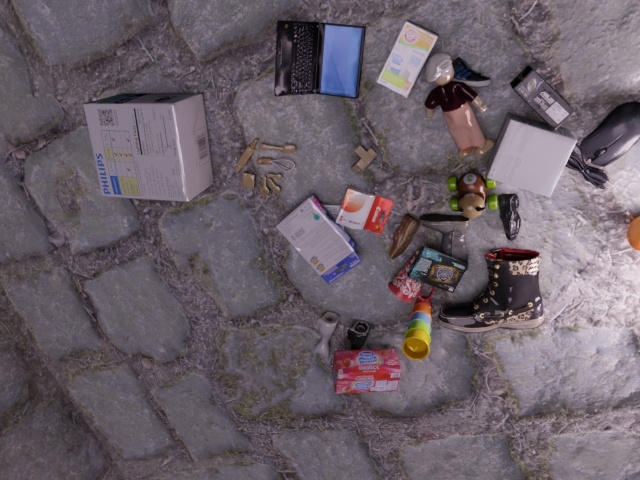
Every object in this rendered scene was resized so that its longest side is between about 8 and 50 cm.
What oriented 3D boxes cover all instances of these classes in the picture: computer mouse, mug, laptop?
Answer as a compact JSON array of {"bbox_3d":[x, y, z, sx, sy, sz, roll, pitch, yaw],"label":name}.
[{"bbox_3d":[0.900,-0.299,1.635,0.188,0.072,0.272,35,118,0],"label":"computer mouse"},{"bbox_3d":[0.359,0.136,1.972,0.150,0.113,0.169,21,116,-25],"label":"mug"},{"bbox_3d":[-0.004,-0.585,1.730,0.136,0.264,0.235,30,124,44],"label":"laptop"}]

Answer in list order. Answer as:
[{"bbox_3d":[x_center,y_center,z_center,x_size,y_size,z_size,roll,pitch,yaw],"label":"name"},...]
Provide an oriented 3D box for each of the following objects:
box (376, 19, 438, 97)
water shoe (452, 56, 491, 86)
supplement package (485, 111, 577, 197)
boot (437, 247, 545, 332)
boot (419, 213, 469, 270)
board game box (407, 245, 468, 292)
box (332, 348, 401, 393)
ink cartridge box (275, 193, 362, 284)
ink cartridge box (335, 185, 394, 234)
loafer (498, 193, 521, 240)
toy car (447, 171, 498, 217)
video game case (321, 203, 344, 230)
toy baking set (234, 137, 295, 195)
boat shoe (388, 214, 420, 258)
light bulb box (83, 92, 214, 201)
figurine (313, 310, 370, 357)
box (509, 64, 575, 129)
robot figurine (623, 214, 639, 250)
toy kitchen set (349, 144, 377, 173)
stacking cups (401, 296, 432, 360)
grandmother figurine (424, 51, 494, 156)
[{"bbox_3d":[0.276,-0.575,1.674,0.114,0.103,0.203,28,117,2],"label":"box"},{"bbox_3d":[0.439,-0.533,1.664,0.203,0.073,0.080,12,113,10],"label":"water shoe"},{"bbox_3d":[0.656,-0.274,1.672,0.203,0.149,0.194,19,117,7],"label":"supplement package"},{"bbox_3d":[0.606,0.179,1.890,0.377,0.138,0.284,-2,113,13],"label":"boot"},{"bbox_3d":[0.444,0.012,1.909,0.189,0.076,0.209,7,121,13],"label":"boot"},{"bbox_3d":[0.418,0.104,1.885,0.186,0.026,0.126,20,110,-14],"label":"board game box"},{"bbox_3d":[0.180,0.520,2.114,0.256,0.123,0.128,-1,129,-6],"label":"box"},{"bbox_3d":[0.000,0.000,2.005,0.185,0.065,0.311,-38,97,26],"label":"ink cartridge box"},{"bbox_3d":[0.159,-0.103,1.939,0.179,0.045,0.146,21,115,2],"label":"ink cartridge box"},{"bbox_3d":[0.645,-0.082,1.818,0.061,0.062,0.170,19,122,53],"label":"loafer"},{"bbox_3d":[0.495,-0.135,1.748,0.154,0.188,0.149,-3,113,24],"label":"toy car"},{"bbox_3d":[0.012,-0.068,2.018,0.157,0.019,0.143,2,113,15],"label":"video game case"},{"bbox_3d":[-0.203,-0.284,1.983,0.196,0.030,0.256,32,118,-3],"label":"toy baking set"},{"bbox_3d":[0.298,-0.013,1.944,0.060,0.064,0.178,43,120,30],"label":"boat shoe"},{"bbox_3d":[-0.623,-0.350,1.959,0.360,0.225,0.358,5,115,15],"label":"light bulb box"},{"bbox_3d":[0.077,0.416,2.178,0.214,0.092,0.210,17,120,9],"label":"figurine"},{"bbox_3d":[0.668,-0.434,1.600,0.180,0.147,0.077,42,117,-4],"label":"box"},{"bbox_3d":[1.080,-0.009,1.679,0.219,0.128,0.158,18,123,8],"label":"robot figurine"},{"bbox_3d":[0.140,-0.293,1.878,0.068,0.075,0.083,43,77,-9],"label":"toy kitchen set"},{"bbox_3d":[0.363,0.309,1.916,0.095,0.316,0.096,6,112,16],"label":"stacking cups"},{"bbox_3d":[0.417,-0.425,1.658,0.207,0.104,0.342,-7,129,37],"label":"grandmother figurine"}]
